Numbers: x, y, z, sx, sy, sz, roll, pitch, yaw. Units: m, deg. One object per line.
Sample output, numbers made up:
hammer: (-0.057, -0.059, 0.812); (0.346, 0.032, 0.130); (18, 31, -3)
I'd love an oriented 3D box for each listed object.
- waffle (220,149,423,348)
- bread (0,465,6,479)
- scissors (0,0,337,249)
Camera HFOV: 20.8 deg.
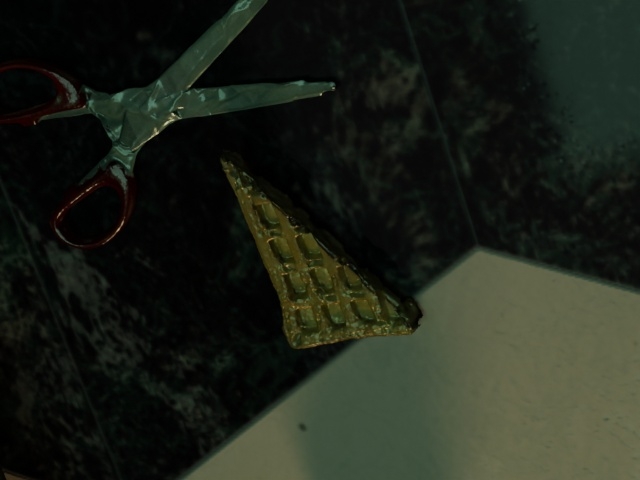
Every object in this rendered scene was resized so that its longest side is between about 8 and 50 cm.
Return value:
waffle: (0.000, 0.000, 1.153); (0.097, 0.023, 0.153); (-11, 113, 25)
bread: (-0.355, 0.177, 1.245); (0.239, 0.264, 0.395); (-8, 76, 27)
scissors: (-0.109, -0.091, 1.163); (0.247, 0.017, 0.144); (-22, 105, 28)
